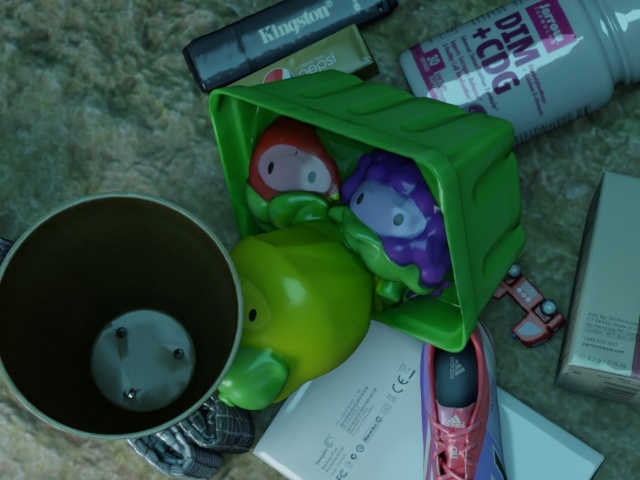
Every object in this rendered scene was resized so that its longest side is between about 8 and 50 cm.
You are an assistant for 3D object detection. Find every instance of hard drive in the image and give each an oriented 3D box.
[{"bbox_3d":[0.126,0.256,1.685,0.353,0.047,0.233,33,89,18],"label":"hard drive"}]

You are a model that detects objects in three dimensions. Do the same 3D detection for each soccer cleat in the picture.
[{"bbox_3d":[0.158,0.236,1.595,0.109,0.116,0.318,-5,78,13],"label":"soccer cleat"}]

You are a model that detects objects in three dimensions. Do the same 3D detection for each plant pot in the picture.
[{"bbox_3d":[-0.191,0.101,1.435,0.237,0.254,0.237,0,74,-1],"label":"plant pot"}]

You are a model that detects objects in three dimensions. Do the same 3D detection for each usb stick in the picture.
[{"bbox_3d":[-0.039,-0.269,1.792,0.278,0.045,0.077,-23,75,5],"label":"usb stick"}]

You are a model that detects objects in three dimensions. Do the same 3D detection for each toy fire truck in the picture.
[{"bbox_3d":[0.187,0.071,1.715,0.135,0.047,0.192,-43,80,2],"label":"toy fire truck"}]

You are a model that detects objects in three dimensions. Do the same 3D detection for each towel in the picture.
[{"bbox_3d":[-0.198,0.147,1.673,0.121,0.235,0.283,-39,80,-1],"label":"towel"}]

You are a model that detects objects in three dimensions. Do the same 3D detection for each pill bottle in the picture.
[{"bbox_3d":[0.249,-0.206,1.681,0.283,0.160,0.160,-24,80,5],"label":"pill bottle"}]

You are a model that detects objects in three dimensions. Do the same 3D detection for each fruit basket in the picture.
[{"bbox_3d":[0.000,0.000,1.562,0.392,0.392,0.283,-6,122,8],"label":"fruit basket"}]

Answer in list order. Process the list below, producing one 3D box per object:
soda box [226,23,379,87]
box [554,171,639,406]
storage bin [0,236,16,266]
[{"bbox_3d":[-0.021,-0.201,1.773,0.181,0.061,0.058,-26,79,5],"label":"soda box"},{"bbox_3d":[0.356,0.060,1.618,0.127,0.148,0.232,12,76,6],"label":"box"},{"bbox_3d":[-0.460,0.021,1.785,0.180,0.122,0.084,16,86,11],"label":"storage bin"}]
